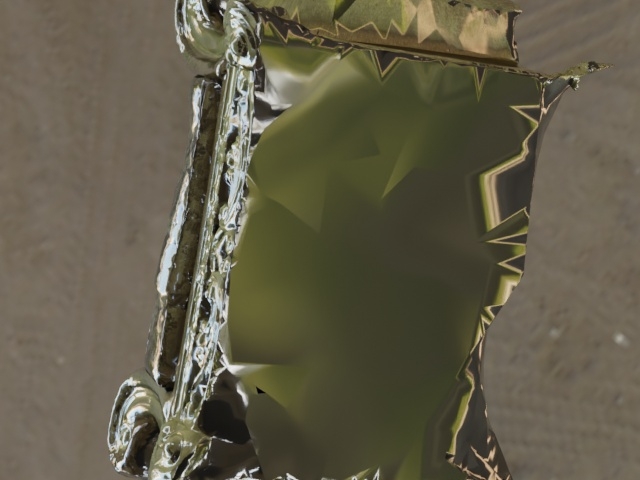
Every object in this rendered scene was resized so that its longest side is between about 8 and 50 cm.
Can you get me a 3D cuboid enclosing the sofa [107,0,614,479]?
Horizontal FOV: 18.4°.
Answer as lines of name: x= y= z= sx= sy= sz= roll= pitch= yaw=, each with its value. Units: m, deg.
sofa: x=0.000 y=0.000 z=0.953 sx=0.182 sy=0.200 sz=0.258 roll=22 pitch=105 yaw=62
